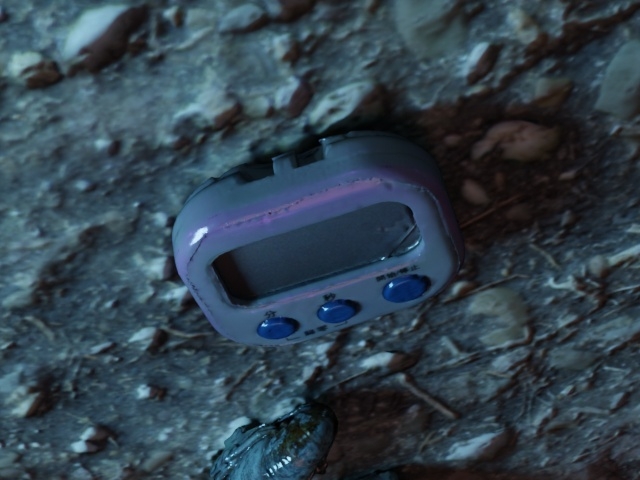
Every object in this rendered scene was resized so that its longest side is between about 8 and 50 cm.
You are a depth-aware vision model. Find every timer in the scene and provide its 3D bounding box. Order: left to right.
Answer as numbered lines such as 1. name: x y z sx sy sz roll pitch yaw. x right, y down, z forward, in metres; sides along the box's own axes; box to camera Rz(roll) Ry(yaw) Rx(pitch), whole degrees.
1. timer: 0.000 0.000 1.337 0.208 0.069 0.191 -16 145 7

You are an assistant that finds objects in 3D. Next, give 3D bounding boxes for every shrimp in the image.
1. shrimp: -0.062 0.220 1.625 0.090 0.079 0.233 41 129 -7

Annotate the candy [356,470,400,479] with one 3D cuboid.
1. candy: 0.032 0.343 1.730 0.195 0.185 0.137 -19 149 8
